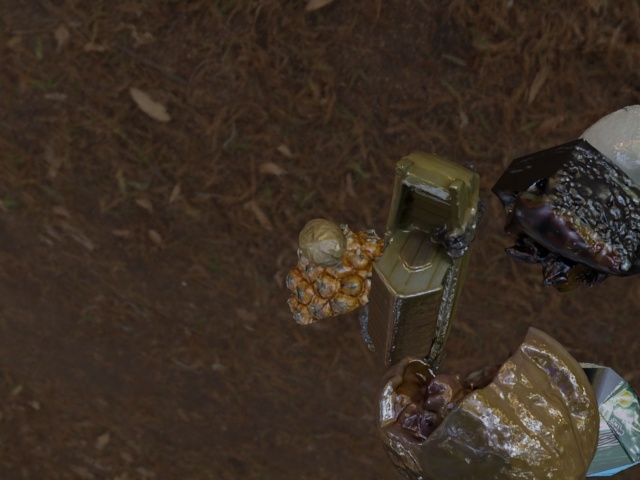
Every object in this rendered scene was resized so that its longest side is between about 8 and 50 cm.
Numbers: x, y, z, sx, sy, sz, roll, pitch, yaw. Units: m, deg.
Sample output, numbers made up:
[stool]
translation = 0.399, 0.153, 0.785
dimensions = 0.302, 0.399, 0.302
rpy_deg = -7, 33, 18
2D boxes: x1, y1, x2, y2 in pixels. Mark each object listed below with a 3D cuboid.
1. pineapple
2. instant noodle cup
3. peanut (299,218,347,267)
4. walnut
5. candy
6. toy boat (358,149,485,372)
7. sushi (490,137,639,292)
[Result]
[pineapple]
translation = 0.092, 0.037, 1.927
dimensions = 0.286, 0.344, 0.209
rpy_deg = -17, 101, 55
[instant noodle cup]
translation = 0.541, 0.388, 1.722
dimensions = 0.240, 0.240, 0.178
rpy_deg = 17, 160, 6
[peanut]
translation = 0.000, 0.000, 1.367
dimensions = 0.080, 0.174, 0.080
rpy_deg = -1, 98, -6
[walnut]
translation = 0.174, 0.212, 0.865
dimensions = 0.238, 0.141, 0.204
rpy_deg = -17, 89, 21
[candy]
translation = 0.630, -0.125, 1.640
dimensions = 0.295, 0.185, 0.295
rpy_deg = 1, 95, 11
[toy boat]
translation = 0.117, 0.045, 1.051
dimensions = 0.136, 0.162, 0.445
rpy_deg = 24, 146, 16
[sushi]
translation = 0.435, -0.024, 1.405
dimensions = 0.227, 0.212, 0.215
rpy_deg = 52, 145, -17
